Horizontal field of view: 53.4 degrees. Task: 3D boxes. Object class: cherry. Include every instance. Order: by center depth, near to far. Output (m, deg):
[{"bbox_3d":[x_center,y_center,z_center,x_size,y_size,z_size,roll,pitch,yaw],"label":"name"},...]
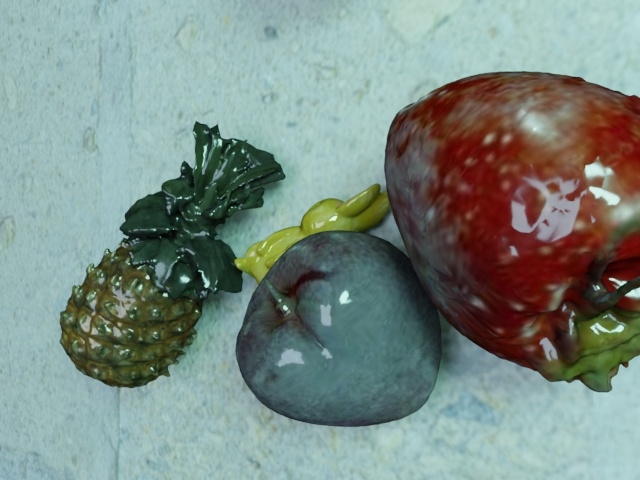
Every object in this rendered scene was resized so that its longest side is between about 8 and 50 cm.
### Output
[{"bbox_3d":[0.134,-0.026,0.430,0.175,0.192,0.250,-41,54,-8],"label":"cherry"},{"bbox_3d":[0.020,0.073,0.533,0.176,0.176,0.140,-70,25,16],"label":"cherry"}]

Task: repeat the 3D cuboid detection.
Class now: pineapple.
[{"bbox_3d":[-0.154,0.023,0.686,0.310,0.141,0.170,-52,57,17],"label":"pineapple"}]

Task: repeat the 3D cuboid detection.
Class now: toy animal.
[{"bbox_3d":[0.001,0.000,0.610,0.159,0.083,0.070,-44,56,16],"label":"toy animal"}]
